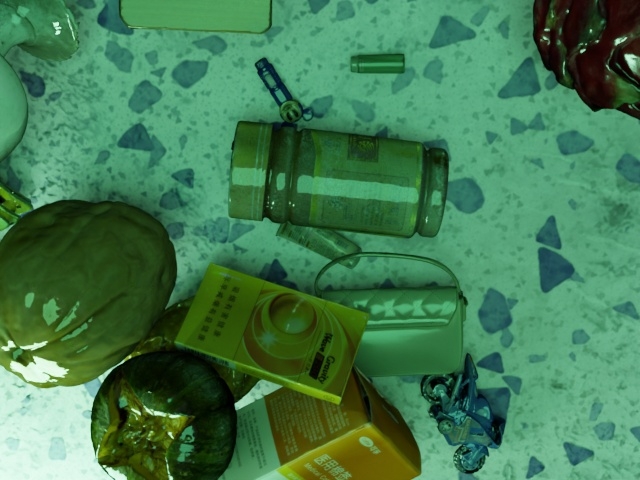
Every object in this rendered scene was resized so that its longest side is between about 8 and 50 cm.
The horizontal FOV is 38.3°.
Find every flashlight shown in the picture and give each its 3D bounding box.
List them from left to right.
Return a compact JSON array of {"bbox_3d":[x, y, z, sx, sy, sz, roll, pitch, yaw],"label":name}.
[{"bbox_3d":[-0.063,-0.229,1.435,0.057,0.035,0.121,-30,104,11],"label":"flashlight"}]

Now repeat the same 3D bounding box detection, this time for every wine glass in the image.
[{"bbox_3d":[-0.503,-0.230,1.290,0.238,0.323,0.238,17,145,12],"label":"wine glass"}]

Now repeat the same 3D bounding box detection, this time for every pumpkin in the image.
[{"bbox_3d":[-0.233,0.280,1.399,0.238,0.159,0.238,5,101,27],"label":"pumpkin"}]

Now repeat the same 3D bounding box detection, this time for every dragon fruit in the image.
[{"bbox_3d":[0.450,-0.315,1.259,0.329,0.329,0.329,0,107,2],"label":"dragon fruit"}]

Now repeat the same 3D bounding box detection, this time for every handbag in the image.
[{"bbox_3d":[0.111,0.116,1.505,0.256,0.079,0.219,-2,112,3],"label":"handbag"}]

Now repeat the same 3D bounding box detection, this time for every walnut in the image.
[{"bbox_3d":[-0.367,0.072,1.400,0.252,0.313,0.277,38,127,-5],"label":"walnut"}]

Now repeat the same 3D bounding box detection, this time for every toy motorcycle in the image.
[{"bbox_3d":[0.250,0.298,1.569,0.114,0.076,0.205,-25,103,0],"label":"toy motorcycle"}]

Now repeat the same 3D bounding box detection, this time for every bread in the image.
[{"bbox_3d":[-0.210,0.201,1.525,0.236,0.120,0.198,-36,97,10],"label":"bread"}]

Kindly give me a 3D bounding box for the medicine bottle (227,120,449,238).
[{"bbox_3d":[0.026,-0.091,1.414,0.323,0.151,0.151,7,107,-1],"label":"medicine bottle"}]

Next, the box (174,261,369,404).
[{"bbox_3d":[-0.074,0.142,1.432,0.269,0.043,0.152,19,62,6],"label":"box"}]

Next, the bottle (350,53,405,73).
[{"bbox_3d":[0.088,-0.272,1.421,0.083,0.030,0.030,0,107,3],"label":"bottle"}]

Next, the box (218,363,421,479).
[{"bbox_3d":[-0.033,0.356,1.509,0.341,0.143,0.225,-27,138,10],"label":"box"}]

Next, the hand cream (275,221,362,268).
[{"bbox_3d":[0.000,0.000,1.507,0.143,0.039,0.061,29,116,1],"label":"hand cream"}]

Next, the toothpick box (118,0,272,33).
[{"bbox_3d":[-0.147,-0.387,1.249,0.190,0.308,0.187,2,107,0],"label":"toothpick box"}]

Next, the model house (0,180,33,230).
[{"bbox_3d":[-0.619,0.014,1.427,0.313,0.242,0.357,4,105,-3],"label":"model house"}]
